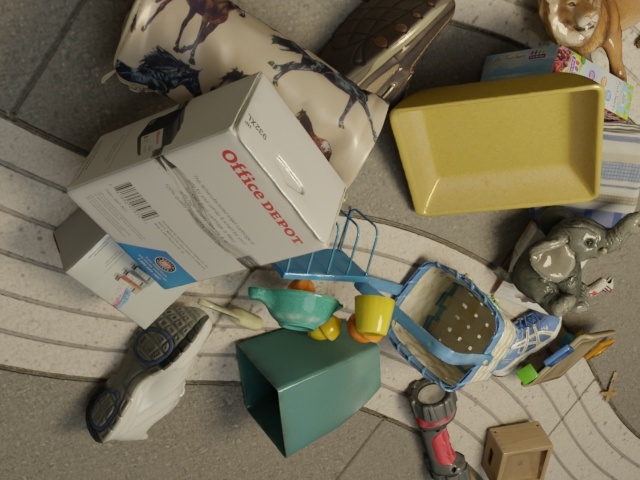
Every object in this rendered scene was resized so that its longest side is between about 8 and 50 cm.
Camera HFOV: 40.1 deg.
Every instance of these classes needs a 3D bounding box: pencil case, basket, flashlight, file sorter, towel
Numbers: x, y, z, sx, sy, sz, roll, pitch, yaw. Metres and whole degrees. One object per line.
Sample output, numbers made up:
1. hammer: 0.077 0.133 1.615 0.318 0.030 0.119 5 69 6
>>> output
1. pencil case: -0.095 -0.213 1.258 0.410 0.160 0.183 29 122 -14
2. basket: 0.221 0.154 1.658 0.288 0.254 0.201 8 116 -50
3. flashlight: 0.271 0.431 1.927 0.103 0.103 0.304 -24 124 -6
4. file sorter: 0.000 0.000 1.536 0.170 0.118 0.105 5 112 -29
5. towel: 0.495 -0.123 1.646 0.209 0.034 0.285 7 145 17

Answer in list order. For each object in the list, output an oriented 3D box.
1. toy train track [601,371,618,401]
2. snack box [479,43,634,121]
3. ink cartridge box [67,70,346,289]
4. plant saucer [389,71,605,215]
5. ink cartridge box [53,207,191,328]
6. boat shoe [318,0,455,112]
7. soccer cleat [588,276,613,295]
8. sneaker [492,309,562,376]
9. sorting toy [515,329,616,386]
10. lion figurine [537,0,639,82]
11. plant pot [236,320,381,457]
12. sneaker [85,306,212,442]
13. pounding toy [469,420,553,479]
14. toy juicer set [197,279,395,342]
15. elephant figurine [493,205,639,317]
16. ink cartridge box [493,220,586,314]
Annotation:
1. toy train track: 0.713 0.359 2.163 0.048 0.014 0.083 4 110 -21
2. snack box: 0.415 -0.269 1.548 0.207 0.174 0.070 19 83 -34
3. ink cartridge box: -0.154 -0.071 1.214 0.307 0.129 0.223 -14 130 33
4. plant saucer: 0.305 -0.170 1.500 0.332 0.081 0.333 -5 150 13
5. ink cartridge box: -0.307 0.025 1.389 0.127 0.128 0.176 -43 128 1
6. boat shoe: 0.076 -0.273 1.426 0.355 0.132 0.130 -39 137 9
7. soccer cleat: 0.622 0.102 1.961 0.083 0.029 0.036 -6 111 -27
8. sneaker: 0.435 0.206 1.893 0.211 0.080 0.081 -45 130 2
9. sorting toy: 0.545 0.251 1.952 0.196 0.047 0.347 -46 154 26
10. lion figurine: 0.550 -0.425 1.575 0.392 0.142 0.240 -34 120 -23
11. plant pot: -0.011 0.254 1.654 0.234 0.165 0.166 -21 125 -24
12. sneaker: -0.288 0.237 1.553 0.297 0.111 0.129 -49 143 11
13. pounding toy: 0.419 0.528 2.069 0.205 0.094 0.181 -6 125 -13
14. toy juicer set: -0.033 0.118 1.552 0.328 0.209 0.090 6 76 6
15. elephant figurine: 0.474 0.013 1.689 0.185 0.169 0.240 -9 130 -18
16. ink cartridge box: 0.460 0.058 1.830 0.145 0.045 0.179 19 121 -16
